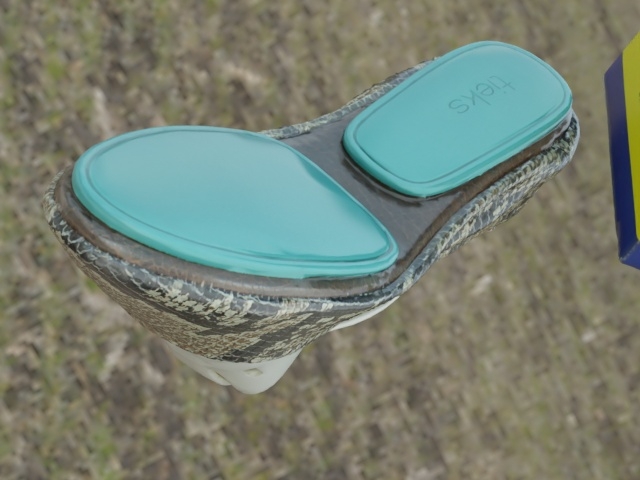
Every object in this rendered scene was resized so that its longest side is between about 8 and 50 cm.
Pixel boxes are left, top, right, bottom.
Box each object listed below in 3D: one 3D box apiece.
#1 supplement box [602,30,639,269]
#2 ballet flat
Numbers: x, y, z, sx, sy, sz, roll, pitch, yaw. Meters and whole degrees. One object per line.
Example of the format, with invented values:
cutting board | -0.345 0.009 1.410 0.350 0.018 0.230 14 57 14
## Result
supplement box | 0.359 -0.126 1.130 0.194 0.356 0.195 21 44 -17
ballet flat | 0.000 0.000 1.142 0.164 0.182 0.483 40 35 21
